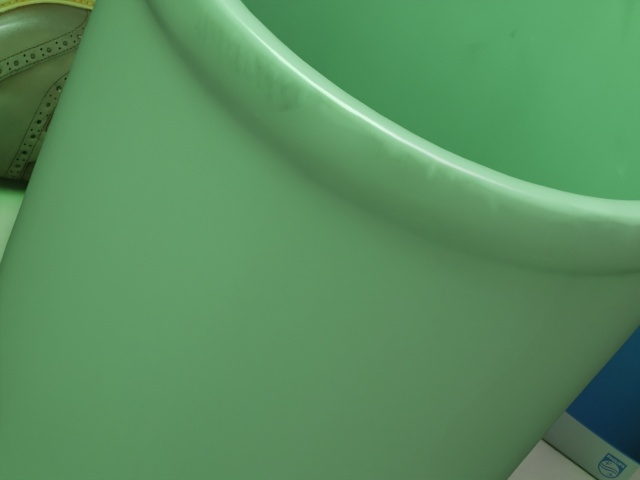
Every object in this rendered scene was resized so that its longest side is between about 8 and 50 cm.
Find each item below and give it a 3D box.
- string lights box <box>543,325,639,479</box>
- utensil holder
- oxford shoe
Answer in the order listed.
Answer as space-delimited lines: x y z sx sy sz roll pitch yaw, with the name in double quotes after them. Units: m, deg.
0.258 0.040 1.015 0.077 0.259 0.133 37 40 8 "string lights box"
0.000 0.000 0.797 0.328 0.385 0.327 17 41 -16 "utensil holder"
-0.163 -0.090 1.002 0.364 0.130 0.132 -21 67 -44 "oxford shoe"
